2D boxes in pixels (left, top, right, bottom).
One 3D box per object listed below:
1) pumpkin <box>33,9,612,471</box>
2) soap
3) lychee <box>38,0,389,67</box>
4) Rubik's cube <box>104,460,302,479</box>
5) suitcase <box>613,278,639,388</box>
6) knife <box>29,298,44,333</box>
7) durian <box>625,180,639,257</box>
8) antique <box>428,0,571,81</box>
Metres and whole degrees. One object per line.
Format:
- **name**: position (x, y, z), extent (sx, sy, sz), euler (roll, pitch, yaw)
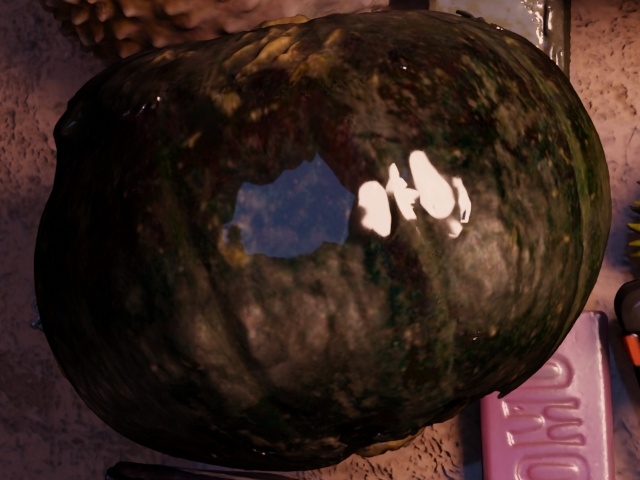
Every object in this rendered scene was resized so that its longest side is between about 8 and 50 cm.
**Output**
- **pumpkin**: position (0.000, 0.000, 1.072), extent (0.454, 0.454, 0.344), euler (-12, 92, 8)
- **soap**: position (0.203, 0.167, 1.251), extent (0.122, 0.065, 0.203), euler (-3, 79, 10)
- **lychee**: position (-0.097, -0.330, 1.249), extent (0.432, 0.380, 0.380), euler (-29, 75, 26)
- **Rubik's cube**: position (-0.001, 0.338, 1.106), extent (0.306, 0.305, 0.310), euler (-1, 82, 28)
- **suitcase**: position (0.384, 0.146, 1.183), extent (0.206, 0.066, 0.286), euler (-17, 94, 7)
- **knife**: position (-0.170, -0.009, 1.357), extent (0.123, 0.053, 0.278), euler (30, 85, 18)
- **durian**: position (0.437, -0.057, 1.211), extent (0.351, 0.158, 0.169), euler (-12, 83, 4)
- **antique**: position (0.168, -0.156, 1.294), extent (0.125, 0.150, 0.284), euler (0, 87, 14)
